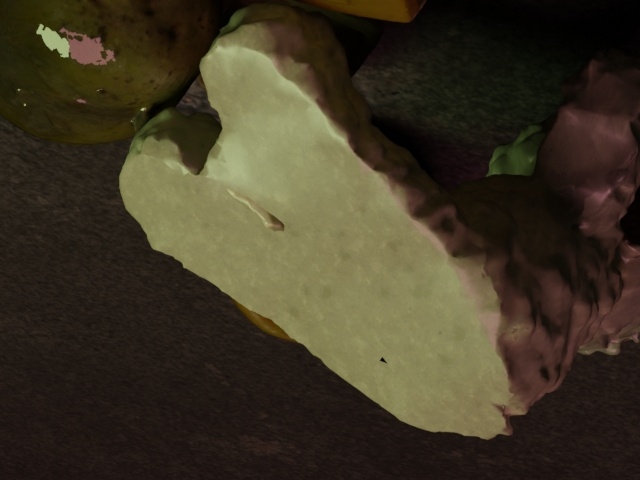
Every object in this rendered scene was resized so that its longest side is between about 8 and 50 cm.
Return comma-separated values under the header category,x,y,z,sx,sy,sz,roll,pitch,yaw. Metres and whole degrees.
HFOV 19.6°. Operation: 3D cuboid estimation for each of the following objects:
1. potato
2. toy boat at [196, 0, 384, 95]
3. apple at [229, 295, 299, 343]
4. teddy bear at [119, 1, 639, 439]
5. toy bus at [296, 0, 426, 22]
category,x,y,z,sx,sy,sz,roll,pitch,yaw
potato,-0.165,-0.153,1.248,0.228,0.148,0.197,13,144,48
toy boat,-0.028,-0.148,1.295,0.116,0.061,0.188,22,154,-12
apple,0.000,0.000,1.461,0.182,0.155,0.182,16,156,7
teddy bear,0.119,-0.044,1.276,0.375,0.362,0.327,45,136,1
toy bus,0.011,-0.213,1.024,0.121,0.123,0.335,13,164,14
